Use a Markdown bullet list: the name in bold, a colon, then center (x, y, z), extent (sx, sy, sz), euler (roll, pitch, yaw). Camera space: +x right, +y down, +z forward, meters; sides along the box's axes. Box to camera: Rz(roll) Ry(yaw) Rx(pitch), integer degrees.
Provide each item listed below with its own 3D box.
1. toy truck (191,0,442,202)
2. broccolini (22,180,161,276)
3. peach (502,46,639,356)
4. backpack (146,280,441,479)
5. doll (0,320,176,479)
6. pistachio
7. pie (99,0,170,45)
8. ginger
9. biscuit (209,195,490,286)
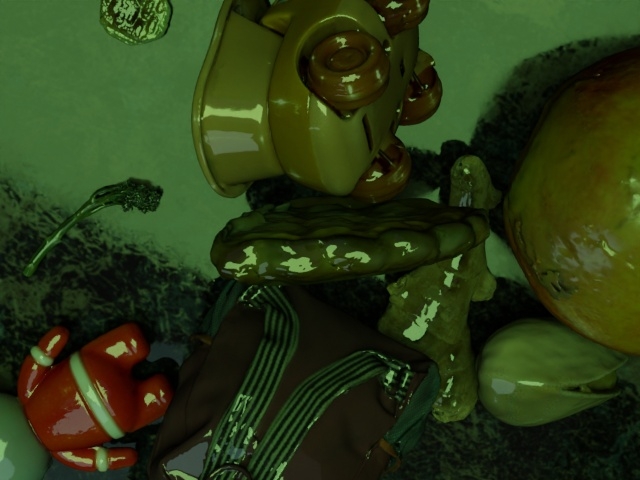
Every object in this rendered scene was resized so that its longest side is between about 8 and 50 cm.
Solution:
- **toy truck**: center (0.005, -0.170, 1.278), extent (0.211, 0.288, 0.204), euler (7, 142, 20)
- **broccolini**: center (-0.283, -0.020, 1.426), extent (0.194, 0.054, 0.052), euler (-30, 71, 13)
- **peach**: center (0.391, -0.039, 1.286), extent (0.372, 0.290, 0.373), euler (4, 67, -9)
- **backpack**: center (-0.048, 0.205, 1.322), extent (0.283, 0.197, 0.317), euler (29, 58, 12)
- **doll**: center (-0.345, 0.227, 1.446), extent (0.336, 0.105, 0.200), euler (-29, 102, -2)
- **pistachio**: center (0.269, 0.153, 1.395), extent (0.223, 0.152, 0.126), euler (-3, 103, -42)
- **pie**: center (-0.215, -0.265, 1.374), extent (0.084, 0.020, 0.085), euler (0, 102, 0)
- **ginger**: center (0.150, 0.058, 1.415), extent (0.147, 0.081, 0.334), euler (11, 103, -8)
- **biscuit**: center (0.000, 0.000, 1.251), extent (0.335, 0.329, 0.078), euler (-11, 99, -44)
